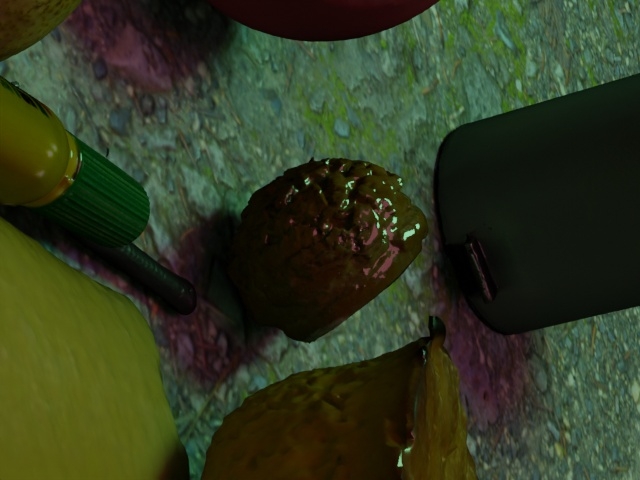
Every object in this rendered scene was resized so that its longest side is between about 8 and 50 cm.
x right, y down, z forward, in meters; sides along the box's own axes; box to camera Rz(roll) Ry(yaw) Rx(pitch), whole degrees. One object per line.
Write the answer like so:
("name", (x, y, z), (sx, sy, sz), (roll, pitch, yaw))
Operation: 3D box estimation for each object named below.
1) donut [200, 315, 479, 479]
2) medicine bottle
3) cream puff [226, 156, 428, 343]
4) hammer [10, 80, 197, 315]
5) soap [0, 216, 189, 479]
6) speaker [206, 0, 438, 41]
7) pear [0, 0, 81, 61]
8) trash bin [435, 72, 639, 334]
("donut", (0.032, 0.265, 1.006), (0.378, 0.163, 0.435), (-87, 164, -45))
("medicine bottle", (-0.174, -0.051, 0.898), (0.064, 0.095, 0.260), (-66, 153, -7))
("cream puff", (0.000, 0.000, 1.174), (0.115, 0.150, 0.165), (55, -6, -1))
("hammer", (-0.156, -0.016, 1.032), (0.246, 0.029, 0.103), (38, 47, -48))
("soap", (-0.181, 0.115, 0.824), (0.427, 0.115, 0.306), (43, 37, -66))
("speaker", (0.003, -0.288, 1.179), (0.294, 0.294, 0.294), (32, 50, -49))
("pear", (-0.207, -0.179, 0.897), (0.178, 0.178, 0.178), (32, 50, -49))
("trash bin", (0.275, -0.039, 1.521), (0.277, 0.262, 0.217), (-43, 114, -56))
